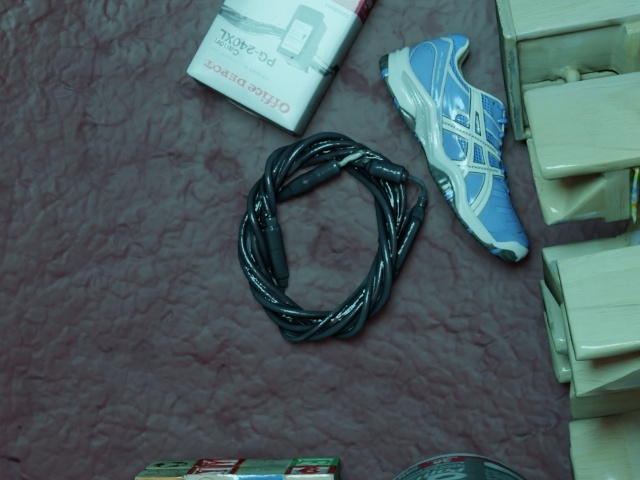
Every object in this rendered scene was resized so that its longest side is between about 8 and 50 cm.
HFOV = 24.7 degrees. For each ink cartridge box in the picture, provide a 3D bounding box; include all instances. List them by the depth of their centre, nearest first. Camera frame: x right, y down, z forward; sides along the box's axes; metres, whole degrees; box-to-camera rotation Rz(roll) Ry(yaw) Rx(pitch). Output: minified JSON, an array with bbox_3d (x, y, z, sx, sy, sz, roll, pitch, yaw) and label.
[{"bbox_3d":[-0.032,-0.180,1.271,0.109,0.063,0.150,29,93,3],"label":"ink cartridge box"}]

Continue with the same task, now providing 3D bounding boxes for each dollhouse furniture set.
[{"bbox_3d":[0.291,-0.028,1.114,0.256,0.362,0.394,-10,60,6],"label":"dollhouse furniture set"}]

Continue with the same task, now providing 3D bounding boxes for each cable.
[{"bbox_3d":[0.000,0.000,1.280,0.150,0.047,0.184,26,93,4],"label":"cable"}]

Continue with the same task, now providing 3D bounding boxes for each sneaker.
[{"bbox_3d":[0.129,-0.080,1.252,0.081,0.080,0.211,-28,90,8],"label":"sneaker"}]

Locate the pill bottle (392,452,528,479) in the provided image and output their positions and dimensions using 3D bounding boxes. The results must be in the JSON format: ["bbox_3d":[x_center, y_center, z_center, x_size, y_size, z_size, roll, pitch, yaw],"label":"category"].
[{"bbox_3d":[0.113,0.273,1.139,0.176,0.318,0.176,0,90,4],"label":"pill bottle"}]

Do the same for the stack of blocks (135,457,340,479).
[{"bbox_3d":[-0.065,0.343,1.270,0.171,0.087,0.297,-2,91,5],"label":"stack of blocks"}]
